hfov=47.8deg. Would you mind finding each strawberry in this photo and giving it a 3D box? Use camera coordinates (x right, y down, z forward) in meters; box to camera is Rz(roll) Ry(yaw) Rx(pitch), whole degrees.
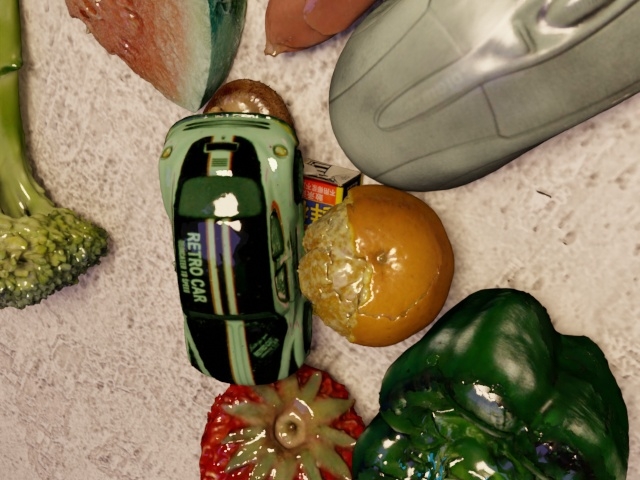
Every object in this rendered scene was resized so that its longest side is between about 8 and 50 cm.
[{"bbox_3d":[-0.059,0.263,0.890,0.205,0.205,0.244,38,149,7],"label":"strawberry"}]

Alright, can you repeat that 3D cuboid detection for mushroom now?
[{"bbox_3d":[-0.083,-0.109,0.772,0.109,0.085,0.126,33,115,-26],"label":"mushroom"}]

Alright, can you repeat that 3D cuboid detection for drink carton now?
[{"bbox_3d":[0.000,0.000,0.798,0.071,0.056,0.166,19,121,26],"label":"drink carton"}]

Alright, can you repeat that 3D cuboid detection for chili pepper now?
[{"bbox_3d":[0.167,0.185,0.679,0.233,0.256,0.249,37,124,14],"label":"chili pepper"}]

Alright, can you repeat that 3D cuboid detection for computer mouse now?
[{"bbox_3d":[0.147,-0.157,0.608,0.371,0.122,0.188,-29,98,32],"label":"computer mouse"}]

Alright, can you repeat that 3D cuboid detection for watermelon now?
[{"bbox_3d":[-0.192,-0.251,0.770,0.241,0.094,0.154,30,134,14],"label":"watermelon"}]

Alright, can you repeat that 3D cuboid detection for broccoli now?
[{"bbox_3d":[-0.414,-0.087,0.912,0.353,0.275,0.397,39,107,-15],"label":"broccoli"}]

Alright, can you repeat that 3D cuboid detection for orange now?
[{"bbox_3d":[0.053,0.026,0.702,0.156,0.134,0.157,-1,75,4],"label":"orange"}]

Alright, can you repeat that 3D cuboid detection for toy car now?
[{"bbox_3d":[-0.084,0.029,0.724,0.136,0.125,0.306,0,113,5],"label":"toy car"}]

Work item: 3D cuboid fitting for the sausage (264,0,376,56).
[{"bbox_3d":[0.097,-0.284,0.591,0.433,0.088,0.088,-29,98,34],"label":"sausage"}]
